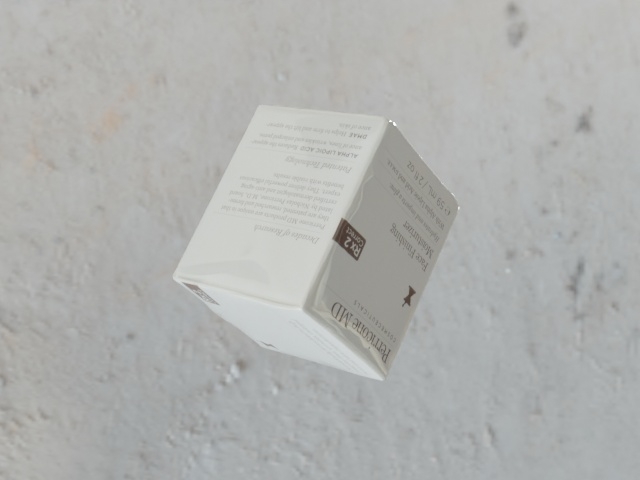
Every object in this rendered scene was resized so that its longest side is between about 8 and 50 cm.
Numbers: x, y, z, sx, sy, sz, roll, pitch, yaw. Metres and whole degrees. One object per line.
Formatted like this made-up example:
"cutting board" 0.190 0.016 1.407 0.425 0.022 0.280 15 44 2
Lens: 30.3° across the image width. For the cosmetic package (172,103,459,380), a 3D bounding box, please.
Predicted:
"cosmetic package" 0.000 0.000 1.039 0.151 0.151 0.184 43 65 -47
